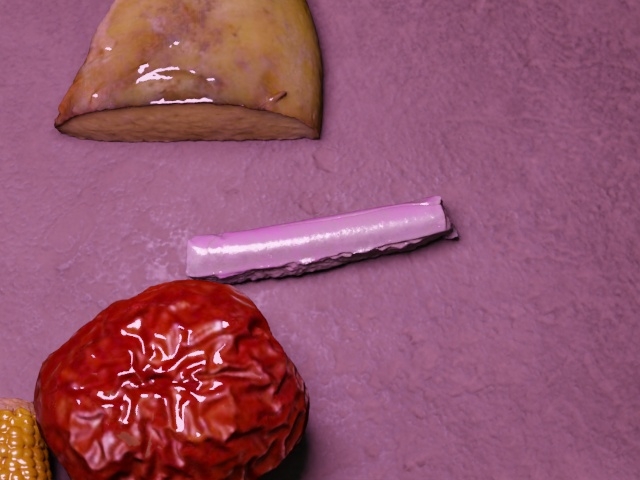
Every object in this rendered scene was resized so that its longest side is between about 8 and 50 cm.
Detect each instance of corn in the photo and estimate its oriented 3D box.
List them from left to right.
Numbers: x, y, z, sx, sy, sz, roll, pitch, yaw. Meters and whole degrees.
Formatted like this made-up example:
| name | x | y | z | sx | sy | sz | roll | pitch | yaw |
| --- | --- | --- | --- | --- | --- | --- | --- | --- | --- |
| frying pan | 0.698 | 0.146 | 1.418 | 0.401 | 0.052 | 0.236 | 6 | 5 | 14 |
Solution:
| name | x | y | z | sx | sy | sz | roll | pitch | yaw |
| --- | --- | --- | --- | --- | --- | --- | --- | --- | --- |
| corn | -0.291 | 0.272 | 1.744 | 0.097 | 0.097 | 0.261 | -3 | 68 | 0 |

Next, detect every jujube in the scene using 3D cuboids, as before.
| name | x | y | z | sx | sy | sz | roll | pitch | yaw |
| --- | --- | --- | --- | --- | --- | --- | --- | --- | --- |
| jujube | -0.137 | 0.151 | 1.729 | 0.232 | 0.213 | 0.213 | -29 | 74 | -6 |

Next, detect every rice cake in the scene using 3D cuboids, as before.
| name | x | y | z | sx | sy | sz | roll | pitch | yaw |
| --- | --- | --- | --- | --- | --- | --- | --- | --- | --- |
| rice cake | 0.000 | 0.000 | 1.846 | 0.270 | 0.049 | 0.055 | -9 | 72 | -2 |

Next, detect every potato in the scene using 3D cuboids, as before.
| name | x | y | z | sx | sy | sz | roll | pitch | yaw |
| --- | --- | --- | --- | --- | --- | --- | --- | --- | --- |
| potato | -0.131 | -0.234 | 1.895 | 0.269 | 0.112 | 0.255 | 1 | 72 | -1 |
